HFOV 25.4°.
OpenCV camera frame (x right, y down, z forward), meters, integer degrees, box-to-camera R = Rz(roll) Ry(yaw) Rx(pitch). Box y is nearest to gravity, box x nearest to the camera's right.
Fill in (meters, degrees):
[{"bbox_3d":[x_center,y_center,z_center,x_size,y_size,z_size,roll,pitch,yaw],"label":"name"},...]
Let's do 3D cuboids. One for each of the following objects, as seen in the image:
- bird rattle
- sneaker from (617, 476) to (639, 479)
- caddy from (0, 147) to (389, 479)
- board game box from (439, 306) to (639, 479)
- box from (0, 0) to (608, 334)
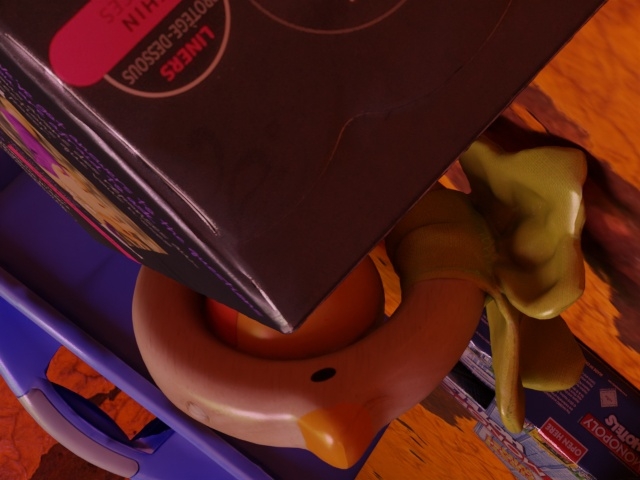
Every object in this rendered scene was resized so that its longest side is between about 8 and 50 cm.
[{"bbox_3d":[0.000,0.000,0.667,0.253,0.207,0.143,28,146,24],"label":"bird rattle"},{"bbox_3d":[0.226,0.204,0.794,0.282,0.099,0.153,7,-126,-45],"label":"sneaker"},{"bbox_3d":[-0.103,0.057,0.890,0.341,0.179,0.241,42,169,-25],"label":"caddy"},{"bbox_3d":[0.124,0.097,0.920,0.194,0.060,0.194,41,168,11],"label":"board game box"},{"bbox_3d":[-0.049,-0.089,0.543,0.143,0.165,0.270,47,168,-21],"label":"box"}]
